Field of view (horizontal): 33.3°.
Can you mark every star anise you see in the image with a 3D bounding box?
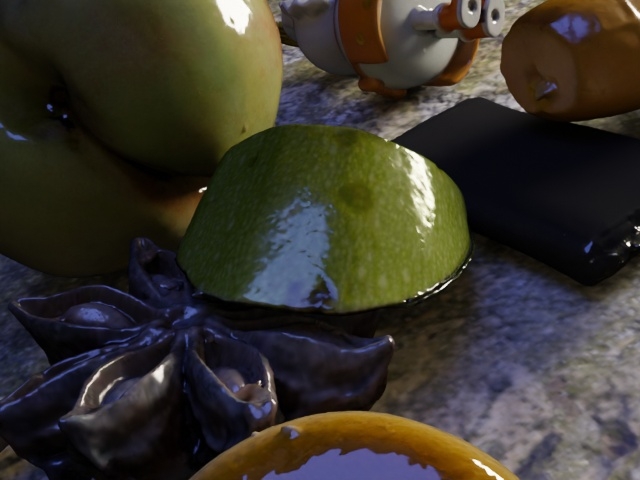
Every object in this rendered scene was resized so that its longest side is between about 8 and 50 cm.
[{"bbox_3d":[-0.075,0.082,0.649,0.235,0.109,0.223,-2,28,1],"label":"star anise"}]

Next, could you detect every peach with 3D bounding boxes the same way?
[{"bbox_3d":[-0.158,-0.114,0.817,0.247,0.292,0.292,28,43,1],"label":"peach"}]

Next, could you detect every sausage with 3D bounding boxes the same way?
[{"bbox_3d":[0.293,-0.171,0.834,0.328,0.112,0.112,-20,31,-22],"label":"sausage"}]

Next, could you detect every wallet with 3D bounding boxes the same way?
[{"bbox_3d":[0.155,-0.045,0.781,0.149,0.044,0.250,-32,34,-28],"label":"wallet"}]

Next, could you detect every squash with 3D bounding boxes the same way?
[{"bbox_3d":[0.001,-0.024,0.666,0.191,0.085,0.184,4,20,10],"label":"squash"}]

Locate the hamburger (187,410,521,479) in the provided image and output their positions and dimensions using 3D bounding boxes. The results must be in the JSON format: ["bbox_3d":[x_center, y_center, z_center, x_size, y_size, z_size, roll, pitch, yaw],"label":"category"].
[{"bbox_3d":[0.018,0.174,0.427,0.236,0.147,0.237,-11,45,12],"label":"hamburger"}]

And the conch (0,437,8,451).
[{"bbox_3d":[-0.282,0.139,0.677,0.176,0.104,0.094,-33,54,-25],"label":"conch"}]

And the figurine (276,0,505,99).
[{"bbox_3d":[0.049,-0.195,0.993,0.271,0.143,0.143,-15,26,45],"label":"figurine"}]
